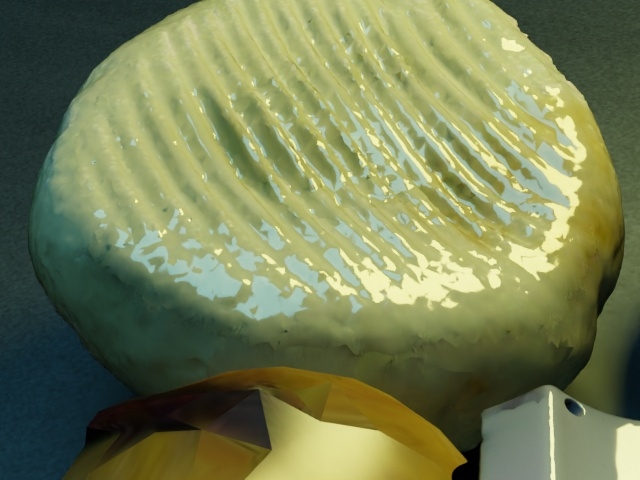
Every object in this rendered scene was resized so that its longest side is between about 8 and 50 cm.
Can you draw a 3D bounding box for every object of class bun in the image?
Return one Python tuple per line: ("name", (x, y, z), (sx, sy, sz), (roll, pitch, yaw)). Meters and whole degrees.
("bun", (0.000, 0.000, 0.858), (0.365, 0.219, 0.365), (3, 45, -3))

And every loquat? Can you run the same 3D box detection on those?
("loquat", (-0.025, 0.168, 0.597), (0.235, 0.235, 0.235), (-7, 33, 4))

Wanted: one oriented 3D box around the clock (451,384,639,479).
("clock", (0.138, 0.189, 0.506), (0.083, 0.253, 0.186), (-30, 25, 25))
